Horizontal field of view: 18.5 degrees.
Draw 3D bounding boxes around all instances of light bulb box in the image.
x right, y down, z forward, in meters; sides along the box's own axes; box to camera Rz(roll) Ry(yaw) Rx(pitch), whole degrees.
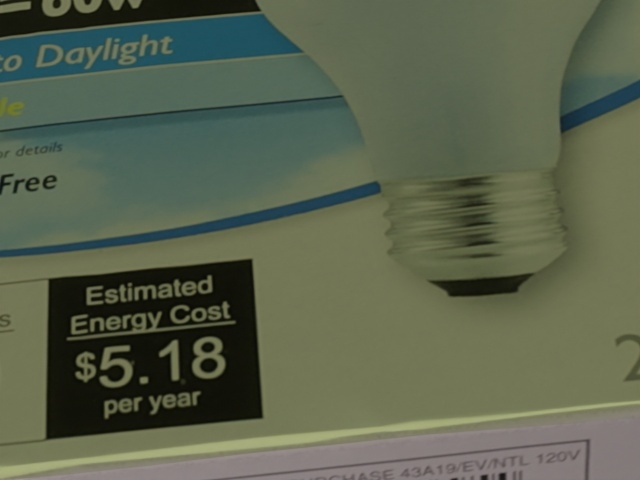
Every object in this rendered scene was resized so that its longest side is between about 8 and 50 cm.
[{"bbox_3d":[0.000,0.000,0.798,0.358,0.225,0.361,-6,49,0],"label":"light bulb box"}]
